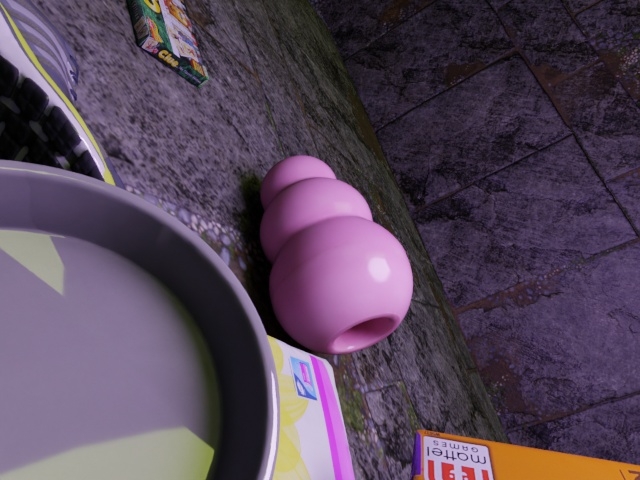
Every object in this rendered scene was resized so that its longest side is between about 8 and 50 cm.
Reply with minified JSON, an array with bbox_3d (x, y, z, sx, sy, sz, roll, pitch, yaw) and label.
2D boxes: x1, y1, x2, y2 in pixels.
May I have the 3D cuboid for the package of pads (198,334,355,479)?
[{"bbox_3d":[-0.055,0.226,0.398,0.229,0.101,0.296,39,30,-49],"label":"package of pads"}]

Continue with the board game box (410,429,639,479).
[{"bbox_3d":[0.216,0.403,0.272,0.356,0.358,0.355,-59,153,-66],"label":"board game box"}]

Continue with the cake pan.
[{"bbox_3d":[-0.161,0.081,0.254,0.294,0.054,0.293,25,42,-25],"label":"cake pan"}]

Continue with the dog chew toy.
[{"bbox_3d":[0.000,0.000,0.700,0.207,0.207,0.331,33,27,-54],"label":"dog chew toy"}]

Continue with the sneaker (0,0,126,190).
[{"bbox_3d":[-0.242,-0.125,0.384,0.299,0.111,0.121,62,16,-8],"label":"sneaker"}]

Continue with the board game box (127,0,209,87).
[{"bbox_3d":[-0.268,-0.391,0.766,0.136,0.030,0.259,17,48,-60],"label":"board game box"}]
